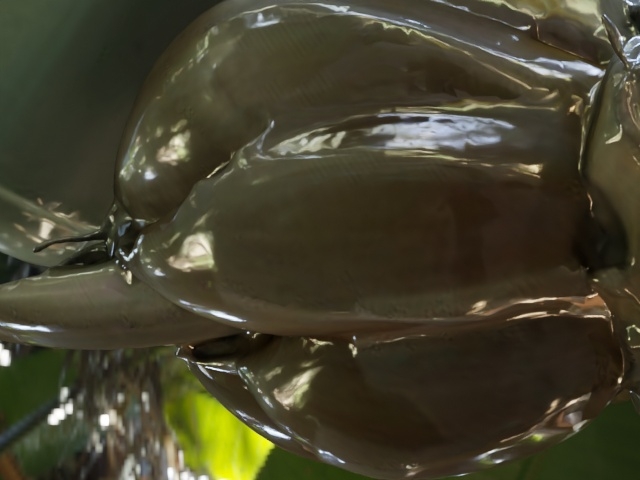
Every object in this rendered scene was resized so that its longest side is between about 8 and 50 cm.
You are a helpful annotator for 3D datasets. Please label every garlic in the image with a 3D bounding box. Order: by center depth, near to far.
[{"bbox_3d":[0.000,0.000,0.393,0.194,0.127,0.131,-15,-56,25],"label":"garlic"}]

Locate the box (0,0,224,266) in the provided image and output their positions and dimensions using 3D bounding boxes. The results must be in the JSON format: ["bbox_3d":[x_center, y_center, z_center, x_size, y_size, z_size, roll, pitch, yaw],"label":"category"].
[{"bbox_3d":[-0.114,-0.129,0.517,0.312,0.175,0.182,33,-85,19],"label":"box"}]
